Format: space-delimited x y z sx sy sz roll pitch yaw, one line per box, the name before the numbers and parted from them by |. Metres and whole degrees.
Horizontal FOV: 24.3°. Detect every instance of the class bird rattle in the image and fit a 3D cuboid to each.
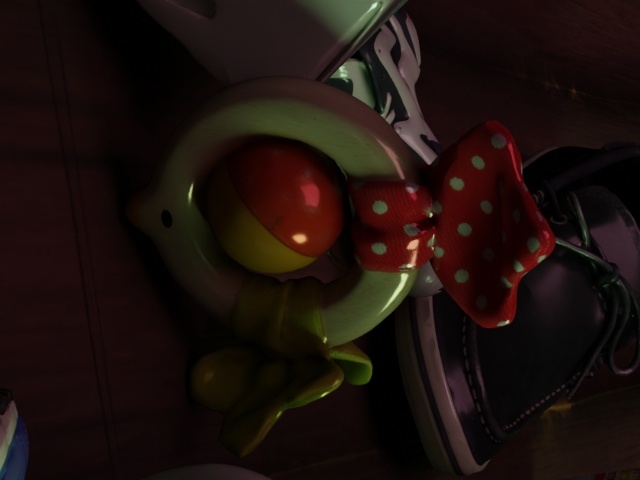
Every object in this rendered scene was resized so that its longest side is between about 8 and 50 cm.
bird rattle | 0.000 0.000 0.848 0.207 0.253 0.143 44 36 -8

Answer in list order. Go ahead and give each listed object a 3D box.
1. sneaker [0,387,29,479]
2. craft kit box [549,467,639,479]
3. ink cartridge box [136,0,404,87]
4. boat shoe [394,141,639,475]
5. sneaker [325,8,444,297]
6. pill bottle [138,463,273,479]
sneaker | -0.188 0.199 0.564 0.147 0.130 0.330 67 30 -46
craft kit box | 0.264 0.295 1.166 0.061 0.250 0.246 47 40 -42
ink cartridge box | -0.017 -0.224 0.947 0.201 0.117 0.278 44 35 -3
boat shoe | 0.196 0.031 1.256 0.500 0.156 0.186 -40 115 -57
sneaker | 0.025 -0.076 1.058 0.153 0.094 0.234 10 71 -57
pill bottle | -0.013 0.272 0.751 0.323 0.182 0.181 55 35 -33
